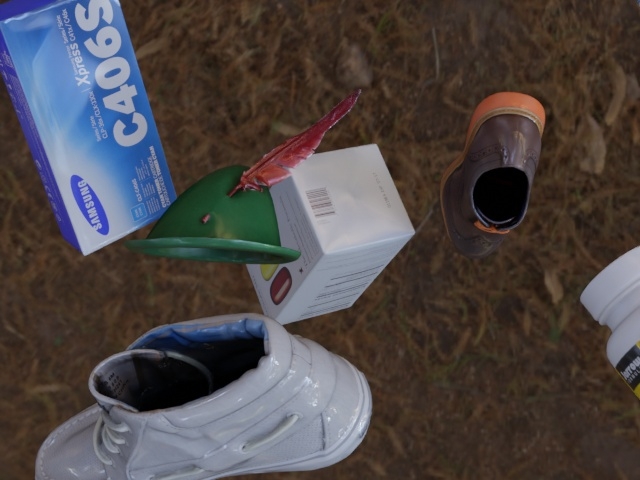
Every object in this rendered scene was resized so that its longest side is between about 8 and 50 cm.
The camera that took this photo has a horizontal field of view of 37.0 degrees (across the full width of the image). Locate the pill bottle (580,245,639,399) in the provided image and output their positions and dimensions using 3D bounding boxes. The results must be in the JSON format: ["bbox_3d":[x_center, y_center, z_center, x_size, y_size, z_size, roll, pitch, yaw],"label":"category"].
[{"bbox_3d":[0.184,0.060,0.472,0.116,0.065,0.065,55,128,26],"label":"pill bottle"}]

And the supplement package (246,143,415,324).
[{"bbox_3d":[0.000,0.000,1.272,0.133,0.139,0.244,-12,158,-26],"label":"supplement package"}]

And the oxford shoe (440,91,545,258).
[{"bbox_3d":[0.181,-0.043,1.059,0.096,0.098,0.271,7,148,5],"label":"oxford shoe"}]

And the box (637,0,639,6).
[{"bbox_3d":[0.384,-0.283,1.028,0.093,0.027,0.137,-26,69,27],"label":"box"}]

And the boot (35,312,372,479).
[{"bbox_3d":[-0.105,0.103,0.590,0.258,0.095,0.123,-20,141,23],"label":"boot"}]

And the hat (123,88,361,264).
[{"bbox_3d":[-0.095,-0.073,0.995,0.208,0.184,0.173,8,172,-37],"label":"hat"}]

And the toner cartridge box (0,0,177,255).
[{"bbox_3d":[-0.320,-0.169,1.312,0.075,0.165,0.348,29,140,47],"label":"toner cartridge box"}]
